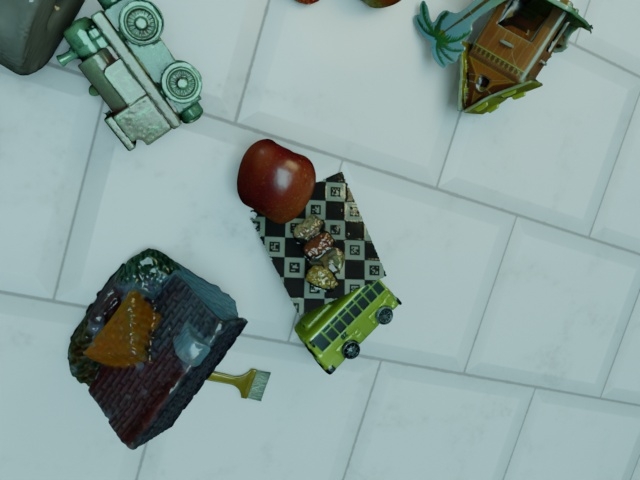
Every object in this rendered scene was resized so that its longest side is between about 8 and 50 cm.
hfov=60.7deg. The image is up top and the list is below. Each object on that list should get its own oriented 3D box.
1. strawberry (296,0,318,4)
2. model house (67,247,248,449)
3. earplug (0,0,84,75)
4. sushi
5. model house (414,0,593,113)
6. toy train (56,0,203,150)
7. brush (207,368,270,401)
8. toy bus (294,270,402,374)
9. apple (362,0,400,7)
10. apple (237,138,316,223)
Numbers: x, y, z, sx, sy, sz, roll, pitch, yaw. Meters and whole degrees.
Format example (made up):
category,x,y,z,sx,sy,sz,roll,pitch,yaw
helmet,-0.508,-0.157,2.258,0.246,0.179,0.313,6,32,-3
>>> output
category,x,y,z,sx,sy,sz,roll,pitch,yaw
strawberry,-0.008,-0.626,1.231,0.121,0.082,0.188,40,90,-19
model house,-0.356,0.249,1.161,0.297,0.339,0.360,38,88,-24
earplug,-0.620,-0.515,0.926,0.394,0.312,0.313,29,91,-19
sushi,0.000,0.000,1.321,0.264,0.050,0.290,-23,83,-12
model house,0.433,-0.496,1.393,0.300,0.340,0.324,-16,140,-55
toy train,-0.384,-0.350,1.124,0.221,0.150,0.304,-34,116,-3
brush,-0.233,0.355,1.399,0.205,0.011,0.083,18,96,-21
toy bus,0.061,0.198,1.405,0.262,0.128,0.150,-44,109,-8
apple,0.143,-0.618,1.242,0.147,0.158,0.156,-15,102,-18
apple,-0.104,-0.136,1.251,0.181,0.181,0.168,30,93,-22
